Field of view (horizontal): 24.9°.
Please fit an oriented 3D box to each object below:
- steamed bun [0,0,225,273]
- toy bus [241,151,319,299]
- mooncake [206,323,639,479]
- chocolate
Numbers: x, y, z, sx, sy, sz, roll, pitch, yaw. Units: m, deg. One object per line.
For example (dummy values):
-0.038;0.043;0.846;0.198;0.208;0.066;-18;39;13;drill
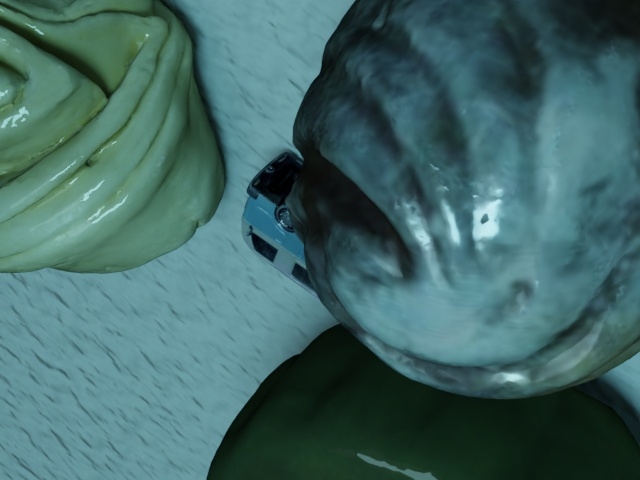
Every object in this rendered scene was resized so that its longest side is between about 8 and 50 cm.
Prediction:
-0.236;-0.091;1.075;0.276;0.203;0.289;-17;106;39;steamed bun
0.000;0.000;1.065;0.123;0.060;0.075;35;134;9;toy bus
0.091;0.220;1.041;0.351;0.187;0.351;17;127;24;mooncake
0.091;-0.021;0.868;0.303;0.213;0.303;22;134;25;chocolate
